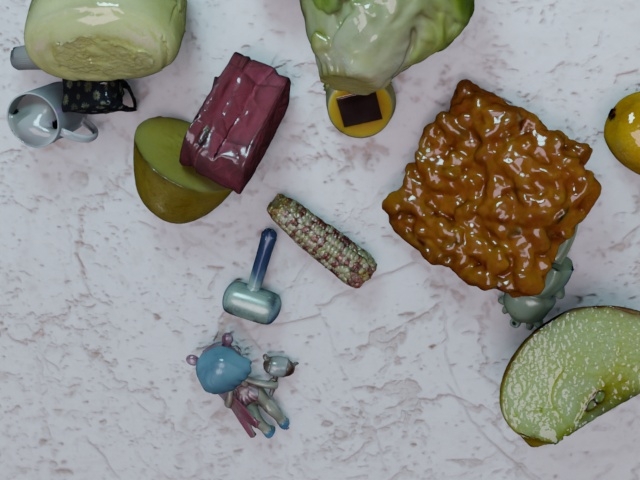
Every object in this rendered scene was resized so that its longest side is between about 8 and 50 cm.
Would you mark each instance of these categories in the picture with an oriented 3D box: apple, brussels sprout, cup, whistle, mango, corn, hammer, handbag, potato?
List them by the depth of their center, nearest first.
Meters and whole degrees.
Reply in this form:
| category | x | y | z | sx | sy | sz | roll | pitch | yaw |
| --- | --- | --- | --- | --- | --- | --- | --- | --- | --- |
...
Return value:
| category | x | y | z | sx | sy | sz | roll | pitch | yaw |
| --- | --- | --- | --- | --- | --- | --- | --- | --- | --- |
| brussels sprout | 0.106 | -0.384 | 1.226 | 0.243 | 0.274 | 0.316 | 20 | 118 | 46 |
| mango | 0.603 | -0.172 | 1.323 | 0.262 | 0.109 | 0.157 | 14 | 102 | -2 |
| handbag | -0.147 | -0.204 | 1.367 | 0.135 | 0.146 | 0.225 | 26 | 70 | -1 |
| handbag | -0.383 | -0.253 | 1.429 | 0.115 | 0.139 | 0.072 | -5 | 78 | 23 |
| apple | 0.483 | 0.237 | 1.445 | 0.346 | 0.179 | 0.254 | -31 | 143 | 4 |
| whistle | 0.402 | 0.061 | 1.445 | 0.110 | 0.092 | 0.244 | 35 | 120 | 28 |
| cup | -0.486 | -0.218 | 1.454 | 0.099 | 0.133 | 0.136 | -32 | 103 | 17 |
| potato | -0.264 | -0.109 | 1.458 | 0.203 | 0.178 | 0.158 | 18 | 132 | -21 |
| corn | 0.000 | 0.000 | 1.493 | 0.237 | 0.079 | 0.079 | 37 | 111 | -6 |
| hammer | -0.118 | 0.066 | 1.545 | 0.116 | 0.069 | 0.194 | 18 | 107 | 3 |

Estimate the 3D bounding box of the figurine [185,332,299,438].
| category | x | y | z | sx | sy | sz | roll | pitch | yaw |
| --- | --- | --- | --- | --- | --- | --- | --- | --- | --- |
| figurine | -0.140 | 0.301 | 1.616 | 0.205 | 0.103 | 0.260 | -27 | 114 | 19 |

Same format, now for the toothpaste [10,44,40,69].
| category | x | y | z | sx | sy | sz | roll | pitch | yaw |
| --- | --- | --- | --- | --- | --- | --- | --- | --- | --- |
| toothpaste | -0.420 | -0.339 | 1.416 | 0.282 | 0.068 | 0.099 | -5 | 77 | 13 |

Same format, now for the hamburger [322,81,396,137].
| category | x | y | z | sx | sy | sz | roll | pitch | yaw |
| --- | --- | --- | --- | --- | --- | --- | --- | --- | --- |
| hamburger | 0.068 | -0.250 | 1.387 | 0.126 | 0.081 | 0.141 | -26 | 117 | 19 |

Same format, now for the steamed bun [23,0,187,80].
| category | x | y | z | sx | sy | sz | roll | pitch | yaw |
| --- | --- | --- | --- | --- | --- | --- | --- | --- | --- |
| steamed bun | -0.363 | -0.389 | 1.308 | 0.273 | 0.232 | 0.166 | 0 | 151 | 7 |

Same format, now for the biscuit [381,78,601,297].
| category | x | y | z | sx | sy | sz | roll | pitch | yaw |
| --- | --- | --- | --- | --- | --- | --- | --- | --- | --- |
| biscuit | 0.294 | -0.077 | 1.366 | 0.318 | 0.110 | 0.312 | 34 | 111 | 18 |
